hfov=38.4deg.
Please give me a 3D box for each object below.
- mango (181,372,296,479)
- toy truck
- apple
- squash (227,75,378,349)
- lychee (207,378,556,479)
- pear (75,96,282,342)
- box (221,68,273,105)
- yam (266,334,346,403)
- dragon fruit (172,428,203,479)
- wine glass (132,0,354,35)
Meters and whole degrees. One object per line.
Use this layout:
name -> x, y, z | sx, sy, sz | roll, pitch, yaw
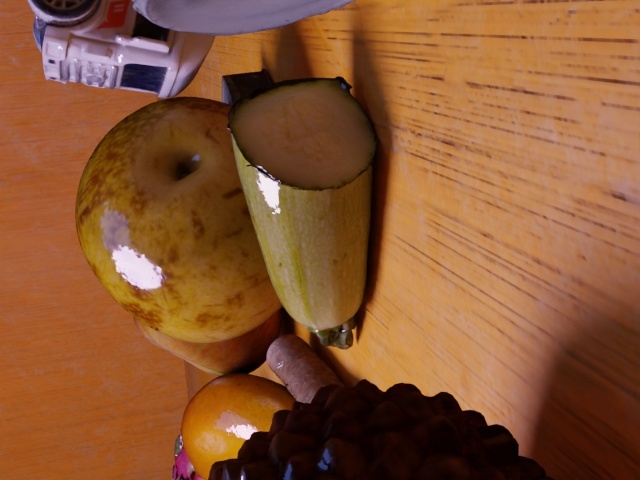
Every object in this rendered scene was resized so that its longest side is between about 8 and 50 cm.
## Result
mango -> -0.087, 0.248, 1.181 | 0.187, 0.138, 0.257 | 46, 151, 10
toy truck -> -0.162, -0.339, 0.940 | 0.173, 0.207, 0.387 | 170, 113, -76
apple -> -0.148, 0.088, 1.268 | 0.173, 0.210, 0.235 | -62, 5, -10
squash -> -0.003, 0.007, 0.849 | 0.137, 0.137, 0.287 | -123, 23, -60
lychee -> 0.021, 0.241, 0.500 | 0.306, 0.306, 0.330 | -177, 93, -76
pear -> -0.137, -0.018, 1.040 | 0.281, 0.281, 0.280 | 173, 90, -76
box -> -0.093, -0.181, 1.198 | 0.084, 0.063, 0.060 | -113, 21, -51
yam -> -0.002, 0.172, 1.019 | 0.300, 0.066, 0.066 | -145, 50, -71
dragon fruit -> -0.142, 0.344, 1.438 | 0.198, 0.218, 0.273 | -43, 30, 14
wine glass -> -0.078, -0.384, 0.708 | 0.267, 0.267, 0.406 | 157, 100, -75
